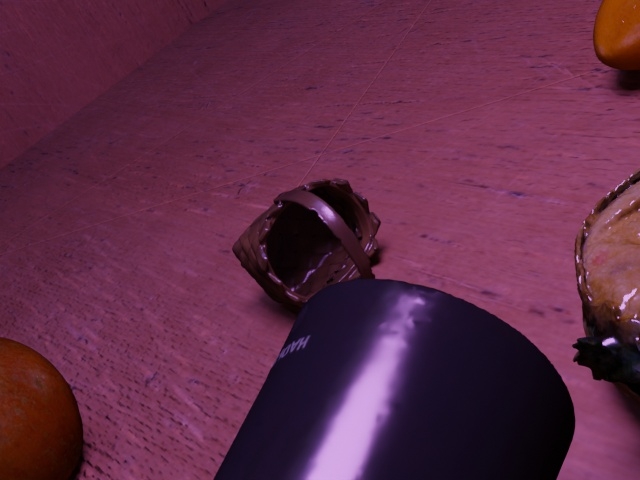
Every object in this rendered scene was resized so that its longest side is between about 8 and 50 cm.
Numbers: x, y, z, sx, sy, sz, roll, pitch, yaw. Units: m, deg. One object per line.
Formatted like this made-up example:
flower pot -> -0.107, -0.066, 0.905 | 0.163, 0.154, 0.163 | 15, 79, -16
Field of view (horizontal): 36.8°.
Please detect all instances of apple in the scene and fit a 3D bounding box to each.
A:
apple -> -0.366, 0.212, 0.998 | 0.236, 0.208, 0.237 | -11, 43, 11

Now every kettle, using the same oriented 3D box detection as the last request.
kettle -> -0.011, 0.202, 0.591 | 0.262, 0.203, 0.308 | -6, 39, 39

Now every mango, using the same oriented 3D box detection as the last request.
mango -> 0.397, -0.279, 1.052 | 0.257, 0.138, 0.187 | -41, 14, -30

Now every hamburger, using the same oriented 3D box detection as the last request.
hamburger -> 0.293, 0.004, 0.668 | 0.308, 0.132, 0.211 | -35, 25, -6

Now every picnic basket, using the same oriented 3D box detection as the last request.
picnic basket -> 0.000, 0.000, 1.008 | 0.138, 0.128, 0.178 | -44, 10, -18
